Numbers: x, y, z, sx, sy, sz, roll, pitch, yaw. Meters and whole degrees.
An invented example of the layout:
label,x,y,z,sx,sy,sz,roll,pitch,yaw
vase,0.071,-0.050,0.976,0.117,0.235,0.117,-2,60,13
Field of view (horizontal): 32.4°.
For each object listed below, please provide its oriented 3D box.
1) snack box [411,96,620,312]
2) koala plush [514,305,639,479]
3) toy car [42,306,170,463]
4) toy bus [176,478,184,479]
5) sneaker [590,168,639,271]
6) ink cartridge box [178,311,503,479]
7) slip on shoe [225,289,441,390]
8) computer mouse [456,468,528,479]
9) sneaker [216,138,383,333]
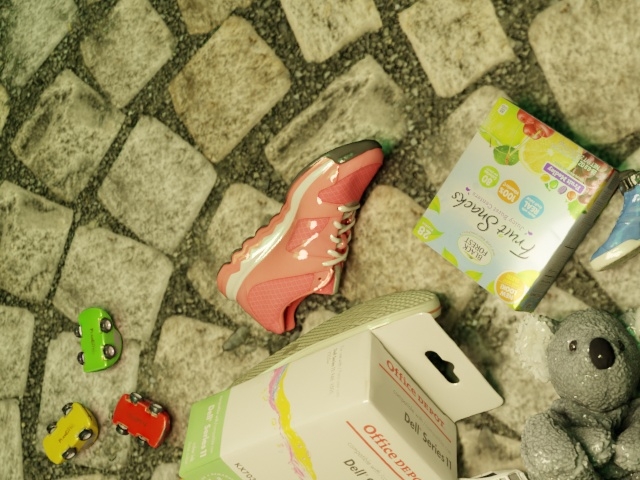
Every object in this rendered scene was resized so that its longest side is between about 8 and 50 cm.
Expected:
label,x,y,z,sx,sy,sz,roll,pitch,yaw
snack box,0.241,-0.043,1.354,0.174,0.070,0.207,38,104,28
koala plush,0.309,0.176,1.233,0.196,0.203,0.221,-9,62,5
toy car,-0.323,0.213,1.662,0.239,0.053,0.225,-15,75,27
toy bus,-0.182,0.495,1.492,0.108,0.130,0.333,-24,72,26
sneaker,0.363,-0.035,1.285,0.152,0.058,0.085,-39,71,16
ink cartridge box,0.029,0.243,1.348,0.353,0.207,0.119,-26,34,25
slip on shoe,0.023,0.163,1.441,0.331,0.123,0.101,-32,96,20
computer mouse,0.223,0.309,1.334,0.193,0.042,0.106,-15,80,22
sneaker,0.000,0.000,1.484,0.136,0.116,0.314,48,114,16
